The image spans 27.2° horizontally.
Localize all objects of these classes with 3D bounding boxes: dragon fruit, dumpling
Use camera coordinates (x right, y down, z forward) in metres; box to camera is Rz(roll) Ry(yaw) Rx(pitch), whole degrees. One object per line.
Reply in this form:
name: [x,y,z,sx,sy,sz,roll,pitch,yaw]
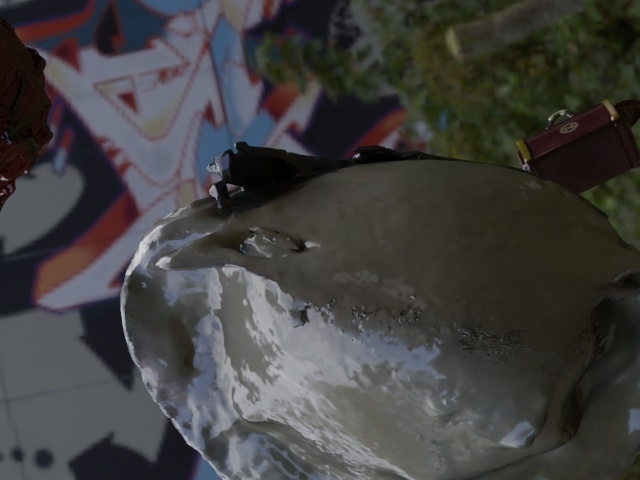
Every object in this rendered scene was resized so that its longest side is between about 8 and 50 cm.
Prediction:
dragon fruit: [-0.394,-0.162,1.364,0.234,0.234,0.293,63,-173,-72]
dumpling: [0.046,0.048,0.683,0.204,0.293,0.163,98,177,-55]

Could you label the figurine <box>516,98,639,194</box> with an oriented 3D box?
figurine: [0.301,-0.117,1.520,0.082,0.154,0.098,57,-170,-38]
